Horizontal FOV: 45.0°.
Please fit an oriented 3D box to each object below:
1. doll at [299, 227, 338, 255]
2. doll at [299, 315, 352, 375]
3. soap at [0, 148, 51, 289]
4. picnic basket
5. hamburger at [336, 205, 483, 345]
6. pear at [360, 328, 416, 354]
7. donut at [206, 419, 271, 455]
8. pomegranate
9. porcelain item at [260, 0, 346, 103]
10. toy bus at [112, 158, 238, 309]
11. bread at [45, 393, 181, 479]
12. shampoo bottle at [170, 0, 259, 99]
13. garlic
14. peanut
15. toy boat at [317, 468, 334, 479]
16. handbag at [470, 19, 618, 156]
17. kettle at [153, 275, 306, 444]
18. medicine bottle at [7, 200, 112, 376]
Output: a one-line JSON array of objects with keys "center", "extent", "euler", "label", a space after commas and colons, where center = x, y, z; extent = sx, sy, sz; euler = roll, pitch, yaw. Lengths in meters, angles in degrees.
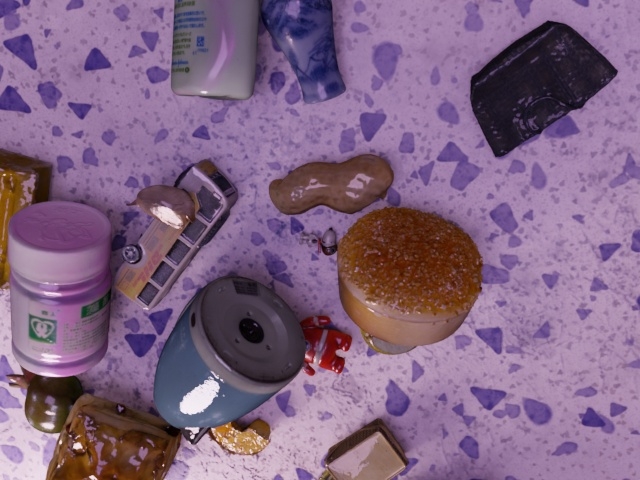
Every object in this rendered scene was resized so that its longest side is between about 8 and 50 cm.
[{"center": [-0.003, 0.006, 1.632], "extent": [0.085, 0.040, 0.058], "euler": [-10, 91, 9], "label": "doll"}, {"center": [-0.057, 0.212, 1.682], "extent": [0.244, 0.076, 0.142], "euler": [18, 101, 1], "label": "doll"}, {"center": [-0.741, -0.058, 1.703], "extent": [0.259, 0.143, 0.281], "euler": [16, 108, 2], "label": "soap"}, {"center": [0.102, 0.486, 1.712], "extent": [0.164, 0.079, 0.115], "euler": [-34, 95, 8], "label": "picnic basket"}, {"center": [0.167, 0.062, 1.487], "extent": [0.301, 0.302, 0.170], "euler": [14, 126, 7], "label": "hamburger"}, {"center": [0.148, 0.168, 1.616], "extent": [0.141, 0.104, 0.141], "euler": [-4, 107, -13], "label": "pear"}, {"center": [-0.193, 0.402, 1.762], "extent": [0.146, 0.078, 0.181], "euler": [-14, 108, 15], "label": "donut"}, {"center": [-0.644, 0.360, 1.817], "extent": [0.191, 0.131, 0.152], "euler": [28, 115, 26], "label": "pomegranate"}, {"center": [-0.030, -0.397, 1.481], "extent": [0.141, 0.141, 0.259], "euler": [-15, 112, 14], "label": "porcelain item"}, {"center": [-0.316, -0.010, 1.656], "extent": [0.138, 0.097, 0.342], "euler": [40, 108, 0], "label": "toy bus"}, {"center": [-0.483, 0.535, 1.771], "extent": [0.277, 0.167, 0.325], "euler": [23, 113, -20], "label": "bread"}, {"center": [-0.198, -0.448, 1.470], "extent": [0.151, 0.221, 0.350], "euler": [-1, 99, -30], "label": "shampoo bottle"}, {"center": [-0.320, -0.074, 1.553], "extent": [0.152, 0.066, 0.084], "euler": [23, 110, 2], "label": "garlic"}, {"center": [0.019, -0.110, 1.563], "extent": [0.263, 0.101, 0.117], "euler": [-4, 85, 12], "label": "peanut"}, {"center": [0.043, 0.537, 1.781], "extent": [0.063, 0.016, 0.115], "euler": [32, 109, 2], "label": "toy boat"}, {"center": [0.404, -0.291, 1.454], "extent": [0.270, 0.089, 0.175], "euler": [-35, 104, 18], "label": "handbag"}, {"center": [-0.227, 0.237, 1.614], "extent": [0.247, 0.320, 0.342], "euler": [18, 134, -31], "label": "kettle"}, {"center": [-0.552, 0.104, 1.644], "extent": [0.211, 0.212, 0.326], "euler": [15, 120, 7], "label": "medicine bottle"}]
